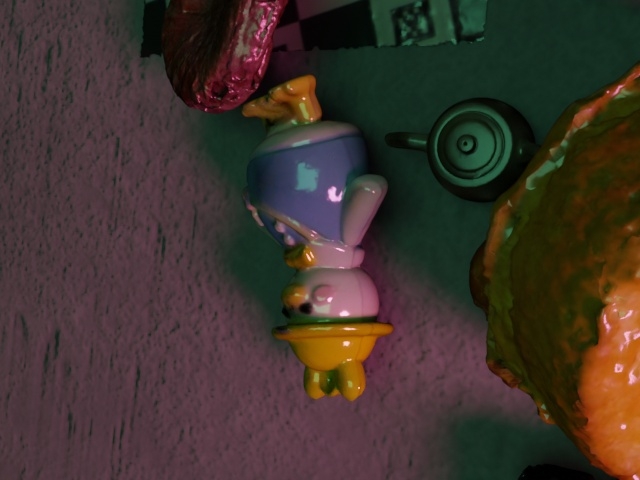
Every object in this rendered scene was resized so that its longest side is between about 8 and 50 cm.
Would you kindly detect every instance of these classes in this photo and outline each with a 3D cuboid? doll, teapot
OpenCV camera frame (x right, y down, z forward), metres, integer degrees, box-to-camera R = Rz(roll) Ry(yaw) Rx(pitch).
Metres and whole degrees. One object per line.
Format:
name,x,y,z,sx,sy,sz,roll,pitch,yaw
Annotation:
doll,0.000,0.000,0.608,0.135,0.099,0.241,-9,84,20
teapot,0.105,-0.067,0.574,0.121,0.068,0.076,10,94,24

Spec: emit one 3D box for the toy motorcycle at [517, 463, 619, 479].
toy motorcycle,0.155,0.291,0.503,0.207,0.134,0.401,37,90,20

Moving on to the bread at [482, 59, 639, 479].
bread,0.214,0.013,0.436,0.268,0.268,0.145,-51,30,16

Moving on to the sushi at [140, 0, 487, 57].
sushi,-0.021,-0.322,0.632,0.320,0.069,0.339,6,92,24

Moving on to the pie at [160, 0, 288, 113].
pie,-0.077,-0.173,0.613,0.153,0.038,0.153,-7,81,52

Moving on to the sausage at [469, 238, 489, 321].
sausage,0.178,-0.018,0.539,0.076,0.076,0.197,47,107,17
